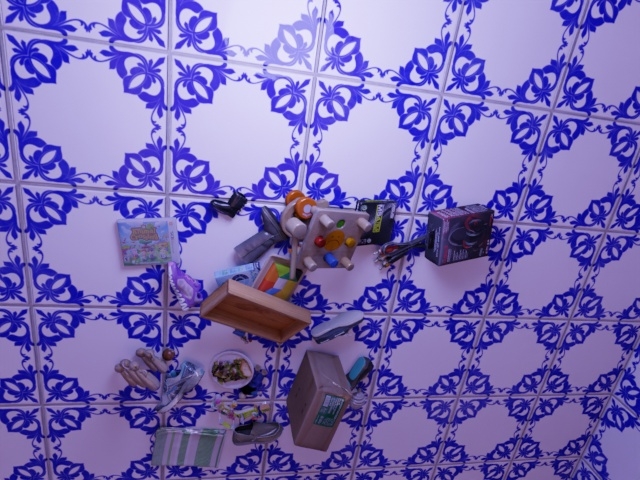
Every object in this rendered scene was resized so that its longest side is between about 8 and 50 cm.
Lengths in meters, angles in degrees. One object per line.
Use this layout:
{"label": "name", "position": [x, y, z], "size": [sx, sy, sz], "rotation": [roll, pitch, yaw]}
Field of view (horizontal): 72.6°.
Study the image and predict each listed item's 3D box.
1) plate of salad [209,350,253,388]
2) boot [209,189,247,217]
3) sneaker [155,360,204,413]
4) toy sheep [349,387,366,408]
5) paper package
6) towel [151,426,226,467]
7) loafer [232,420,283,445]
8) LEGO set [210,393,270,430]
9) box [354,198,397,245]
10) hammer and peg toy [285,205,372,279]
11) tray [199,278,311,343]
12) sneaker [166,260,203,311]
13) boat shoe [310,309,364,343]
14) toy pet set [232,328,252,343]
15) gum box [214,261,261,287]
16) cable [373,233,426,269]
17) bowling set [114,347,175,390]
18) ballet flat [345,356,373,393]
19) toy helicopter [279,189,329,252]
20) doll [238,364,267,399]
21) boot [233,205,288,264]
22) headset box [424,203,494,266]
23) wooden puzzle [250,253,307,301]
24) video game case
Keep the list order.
{"label": "plate of salad", "position": [-0.402, 0.591, 1.967], "size": [0.200, 0.048, 0.199], "rotation": [-1, 108, -2]}
{"label": "boot", "position": [-0.349, -0.151, 1.676], "size": [0.121, 0.045, 0.099], "rotation": [33, 105, -29]}
{"label": "sneaker", "position": [-0.647, 0.643, 1.939], "size": [0.122, 0.110, 0.283], "rotation": [44, 96, -6]}
{"label": "toy sheep", "position": [0.182, 0.783, 2.161], "size": [0.091, 0.091, 0.131], "rotation": [2, 111, -12]}
{"label": "paper package", "position": [-0.016, 0.713, 1.966], "size": [0.168, 0.309, 0.324], "rotation": [16, 107, -18]}
{"label": "towel", "position": [-0.639, 1.008, 2.115], "size": [0.325, 0.038, 0.247], "rotation": [9, 111, -15]}
{"label": "loafer", "position": [-0.308, 0.930, 2.117], "size": [0.252, 0.094, 0.087], "rotation": [-10, 118, -7]}
{"label": "LEGO set", "position": [-0.377, 0.821, 2.049], "size": [0.287, 0.107, 0.132], "rotation": [17, 109, -17]}
{"label": "box", "position": [0.219, -0.075, 1.798], "size": [0.184, 0.045, 0.190], "rotation": [-3, 114, -27]}
{"label": "hammer and peg toy", "position": [0.000, 0.000, 1.632], "size": [0.362, 0.127, 0.265], "rotation": [1, 121, -37]}
{"label": "tray", "position": [-0.259, 0.298, 1.788], "size": [0.411, 0.076, 0.203], "rotation": [29, 127, -33]}
{"label": "sneaker", "position": [-0.542, 0.175, 1.754], "size": [0.105, 0.095, 0.236], "rotation": [-19, 122, -9]}
{"label": "boat shoe", "position": [0.085, 0.397, 1.970], "size": [0.255, 0.095, 0.079], "rotation": [-26, 114, 2]}
{"label": "toy pet set", "position": [-0.315, 0.397, 1.905], "size": [0.114, 0.065, 0.122], "rotation": [32, 103, -22]}
{"label": "gum box", "position": [-0.325, 0.174, 1.798], "size": [0.185, 0.041, 0.156], "rotation": [-13, 132, -7]}
{"label": "cable", "position": [0.359, 0.021, 1.889], "size": [0.287, 0.072, 0.139], "rotation": [-30, 129, -7]}
{"label": "bowling set", "position": [-0.733, 0.503, 1.834], "size": [0.287, 0.199, 0.154], "rotation": [-15, 118, 43]}
{"label": "ballet flat", "position": [0.157, 0.684, 2.111], "size": [0.096, 0.095, 0.280], "rotation": [35, 102, -34]}
{"label": "toy helicopter", "position": [0.002, -0.050, 1.749], "size": [0.356, 0.140, 0.234], "rotation": [11, 104, -29]}
{"label": "doll", "position": [-0.321, 0.671, 2.027], "size": [0.129, 0.046, 0.189], "rotation": [36, 105, -1]}
{"label": "boot", "position": [-0.256, -0.018, 1.744], "size": [0.209, 0.076, 0.189], "rotation": [-27, 115, 8]}
{"label": "headset box", "position": [0.575, -0.024, 1.854], "size": [0.294, 0.110, 0.217], "rotation": [-9, 114, -20]}
{"label": "wooden puzzle", "position": [-0.172, 0.174, 1.809], "size": [0.221, 0.044, 0.238], "rotation": [20, 111, -43]}
{"label": "video game case", "position": [-0.662, 0.006, 1.691], "size": [0.213, 0.023, 0.193], "rotation": [-3, 113, -10]}
